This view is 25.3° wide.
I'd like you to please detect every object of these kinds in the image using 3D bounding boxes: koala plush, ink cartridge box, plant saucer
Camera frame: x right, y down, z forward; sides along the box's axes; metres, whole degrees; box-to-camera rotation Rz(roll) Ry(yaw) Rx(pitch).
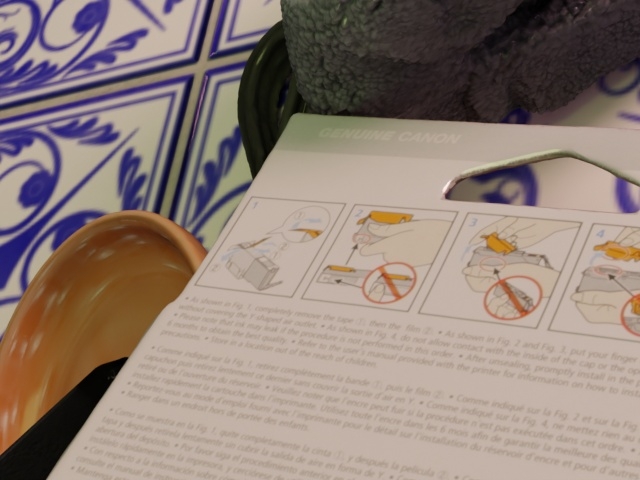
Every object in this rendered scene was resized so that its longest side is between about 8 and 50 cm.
[{"bbox_3d":[0.046,-0.177,0.673,0.203,0.196,0.221,-35,58,14],"label":"koala plush"},{"bbox_3d":[0.058,0.057,0.513,0.275,0.060,0.239,6,47,31],"label":"ink cartridge box"},{"bbox_3d":[-0.101,0.085,0.684,0.200,0.037,0.200,-24,57,43],"label":"plant saucer"}]

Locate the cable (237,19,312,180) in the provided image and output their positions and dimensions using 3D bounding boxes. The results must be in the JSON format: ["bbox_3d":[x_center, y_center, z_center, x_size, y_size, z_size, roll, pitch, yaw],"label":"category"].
[{"bbox_3d":[0.000,0.000,0.716,0.139,0.072,0.287,-50,29,21],"label":"cable"}]

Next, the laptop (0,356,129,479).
[{"bbox_3d":[-0.088,0.222,0.573,0.234,0.136,0.264,32,123,45],"label":"laptop"}]
